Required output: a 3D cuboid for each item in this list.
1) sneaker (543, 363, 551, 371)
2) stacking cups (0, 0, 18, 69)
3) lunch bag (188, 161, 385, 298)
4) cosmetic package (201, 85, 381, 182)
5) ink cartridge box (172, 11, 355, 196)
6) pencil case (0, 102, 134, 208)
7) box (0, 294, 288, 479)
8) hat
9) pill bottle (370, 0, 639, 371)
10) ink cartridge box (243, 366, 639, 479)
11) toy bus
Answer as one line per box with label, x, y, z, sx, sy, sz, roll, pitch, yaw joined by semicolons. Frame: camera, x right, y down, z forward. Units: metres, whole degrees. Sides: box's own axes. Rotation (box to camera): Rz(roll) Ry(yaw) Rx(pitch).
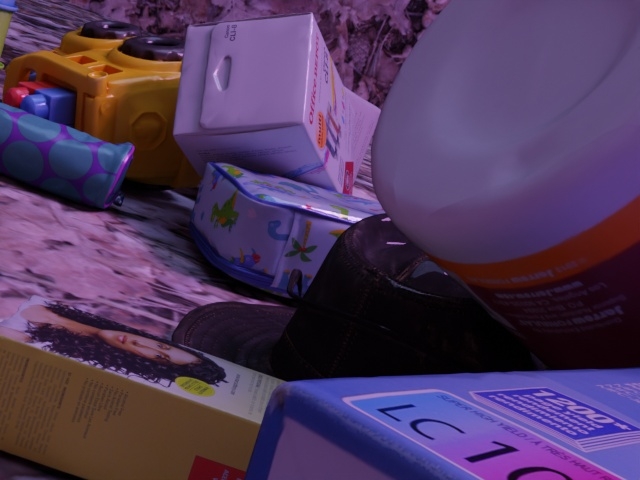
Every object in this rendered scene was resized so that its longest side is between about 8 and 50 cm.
sneaker;0.247;0.144;0.974;0.188;0.066;0.071;34;0;36
stacking cups;-0.339;-0.276;1.332;0.096;0.316;0.096;20;11;-4
lunch bag;0.000;0.000;1.144;0.219;0.090;0.176;14;12;-24
cosmetic package;-0.046;-0.114;1.443;0.151;0.151;0.183;23;3;17
ink cartridge box;-0.048;-0.112;1.239;0.127;0.128;0.176;-4;-28;15
pencil case;-0.245;-0.080;1.171;0.151;0.064;0.070;20;39;1
box;-0.049;0.096;0.632;0.232;0.058;0.087;20;10;-3
hat;0.073;0.058;0.860;0.331;0.134;0.331;18;10;-3
pill bottle;0.231;0.017;0.740;0.392;0.224;0.224;41;-2;-30
ink cartridge box;0.175;0.162;0.464;0.270;0.151;0.395;27;11;34
toy bus;-0.247;-0.133;1.311;0.211;0.149;0.220;-11;26;-40
